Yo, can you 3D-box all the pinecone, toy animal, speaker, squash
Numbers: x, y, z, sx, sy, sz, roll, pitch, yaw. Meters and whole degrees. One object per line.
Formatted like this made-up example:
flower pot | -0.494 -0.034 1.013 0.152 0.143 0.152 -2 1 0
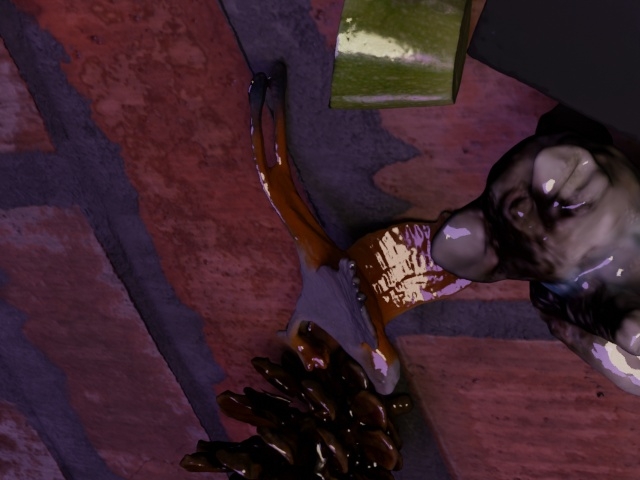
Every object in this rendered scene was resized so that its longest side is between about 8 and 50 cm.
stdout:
pinecone | -0.033 0.250 1.681 0.244 0.309 0.244 47 157 26
toy animal | 0.230 -0.001 1.263 0.303 0.194 0.344 36 175 31
speaker | 0.282 -0.213 1.098 0.254 0.184 0.232 28 134 10
toy animal | -0.005 0.017 1.516 0.284 0.225 0.302 43 137 20
squash | 0.070 -0.192 1.289 0.123 0.170 0.170 10 134 8
